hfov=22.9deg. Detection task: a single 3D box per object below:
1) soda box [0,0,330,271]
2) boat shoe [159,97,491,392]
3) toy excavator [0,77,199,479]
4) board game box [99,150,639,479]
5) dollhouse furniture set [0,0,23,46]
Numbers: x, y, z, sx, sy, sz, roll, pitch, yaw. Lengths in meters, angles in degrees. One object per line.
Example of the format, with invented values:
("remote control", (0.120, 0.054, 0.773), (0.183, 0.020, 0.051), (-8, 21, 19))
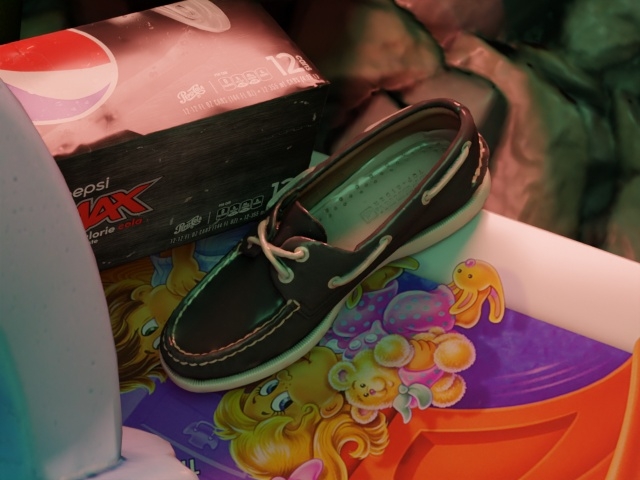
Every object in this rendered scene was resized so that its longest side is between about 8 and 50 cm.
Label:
("soda box", (-0.083, -0.024, 0.477), (0.169, 0.060, 0.053), (-19, 54, -30))
("boat shoe", (0.000, 0.000, 0.496), (0.125, 0.038, 0.046), (-32, 57, -8))
("toy excavator", (-0.174, -0.004, 0.253), (0.222, 0.433, 0.445), (-2, 91, 25))
("board game box", (0.005, 0.100, 0.508), (0.347, 0.078, 0.233), (20, 67, 21))
("dollhouse furniture set", (-0.279, -0.083, 0.547), (0.301, 0.151, 0.197), (27, 68, 0))
